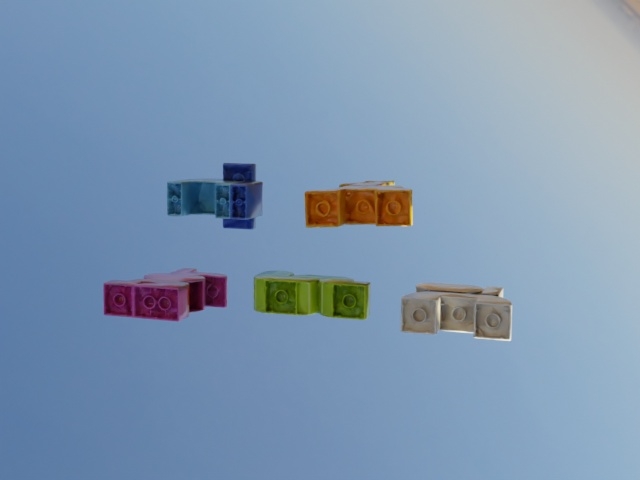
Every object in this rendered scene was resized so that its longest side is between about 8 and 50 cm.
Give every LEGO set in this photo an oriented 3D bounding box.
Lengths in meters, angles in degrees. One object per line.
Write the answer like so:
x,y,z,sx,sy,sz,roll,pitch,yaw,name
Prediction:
0.000,0.000,0.554,0.227,0.087,0.093,3,-172,17,LEGO set
